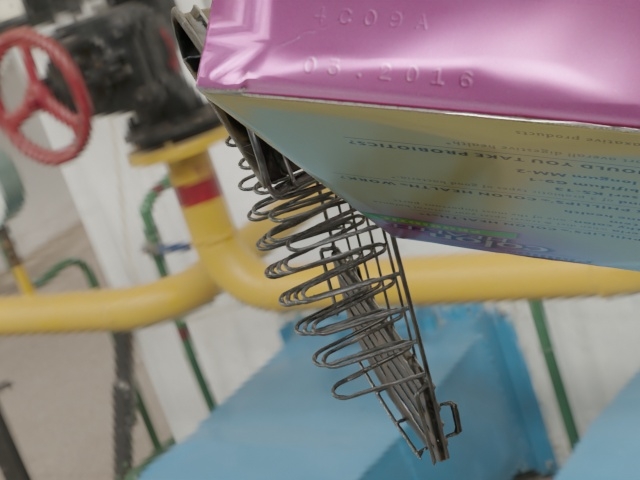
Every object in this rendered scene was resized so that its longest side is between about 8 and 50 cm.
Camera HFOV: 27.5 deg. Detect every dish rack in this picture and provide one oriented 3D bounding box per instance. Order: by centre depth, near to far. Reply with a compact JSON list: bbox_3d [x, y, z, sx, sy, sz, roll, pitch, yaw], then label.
[{"bbox_3d":[0.000,0.000,0.767,0.074,0.271,0.208,-20,30,-7],"label":"dish rack"}]

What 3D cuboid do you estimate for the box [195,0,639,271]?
[{"bbox_3d":[0.106,-0.065,0.474,0.213,0.117,0.243,8,-9,19],"label":"box"}]
